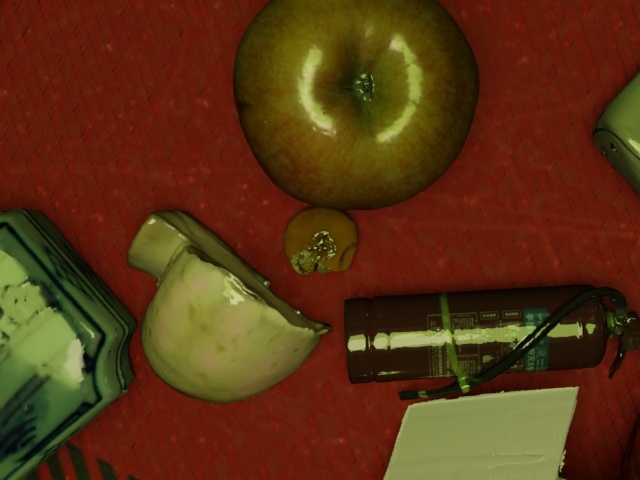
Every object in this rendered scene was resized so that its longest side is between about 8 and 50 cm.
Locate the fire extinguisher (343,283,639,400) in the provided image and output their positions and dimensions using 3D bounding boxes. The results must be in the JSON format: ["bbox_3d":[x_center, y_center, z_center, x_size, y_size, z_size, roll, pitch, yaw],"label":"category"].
[{"bbox_3d":[0.200,0.114,1.249,0.342,0.105,0.141,-3,123,4],"label":"fire extinguisher"}]

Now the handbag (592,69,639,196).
[{"bbox_3d":[0.469,-0.148,1.214,0.315,0.109,0.241,-41,90,1],"label":"handbag"}]

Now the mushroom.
[{"bbox_3d":[-0.136,0.095,1.239,0.236,0.162,0.173,39,93,4],"label":"mushroom"}]

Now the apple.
[{"bbox_3d":[0.034,-0.155,1.176,0.265,0.264,0.264,0,92,5],"label":"apple"}]

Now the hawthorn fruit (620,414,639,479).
[{"bbox_3d":[0.418,0.230,1.182,0.262,0.210,0.210,-23,90,11],"label":"hawthorn fruit"}]

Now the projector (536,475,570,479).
[{"bbox_3d":[0.315,0.363,1.180,0.257,0.259,0.079,17,52,4],"label":"projector"}]

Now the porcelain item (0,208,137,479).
[{"bbox_3d":[-0.373,0.122,1.263,0.281,0.157,0.286,-40,89,4],"label":"porcelain item"}]

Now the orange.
[{"bbox_3d":[0.000,0.000,1.275,0.086,0.062,0.086,0,89,4],"label":"orange"}]

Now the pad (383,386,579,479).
[{"bbox_3d":[0.160,0.226,1.188,0.232,0.156,0.004,-14,131,42],"label":"pad"}]
